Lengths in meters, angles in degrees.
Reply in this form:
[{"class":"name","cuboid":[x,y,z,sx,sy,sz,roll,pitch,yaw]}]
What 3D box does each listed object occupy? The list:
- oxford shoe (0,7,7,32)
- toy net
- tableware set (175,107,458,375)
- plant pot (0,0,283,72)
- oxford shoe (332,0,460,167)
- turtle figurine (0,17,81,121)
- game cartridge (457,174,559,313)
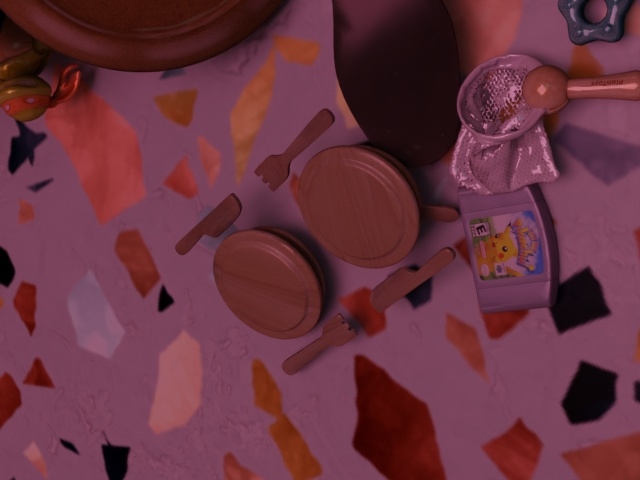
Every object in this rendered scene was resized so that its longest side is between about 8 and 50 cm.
[{"class":"oxford shoe","cuboid":[-0.171,-0.262,0.765,0.133,0.130,0.363,41,100,-13]},{"class":"toy net","cuboid":[0.138,-0.120,0.633,0.232,0.045,0.122,-46,74,27]},{"class":"tableware set","cuboid":[0.000,0.000,0.760,0.128,0.039,0.194,49,132,-3]},{"class":"plant pot","cuboid":[-0.114,-0.219,0.708,0.236,0.032,0.236,-3,110,-9]},{"class":"oxford shoe","cuboid":[0.040,-0.150,0.696,0.076,0.076,0.212,-13,108,14]},{"class":"turtle figurine","cuboid":[-0.238,-0.181,0.865,0.269,0.087,0.217,-22,83,13]},{"class":"game cartridge","cuboid":[0.118,0.002,0.700,0.056,0.017,0.083,-10,94,32]}]
